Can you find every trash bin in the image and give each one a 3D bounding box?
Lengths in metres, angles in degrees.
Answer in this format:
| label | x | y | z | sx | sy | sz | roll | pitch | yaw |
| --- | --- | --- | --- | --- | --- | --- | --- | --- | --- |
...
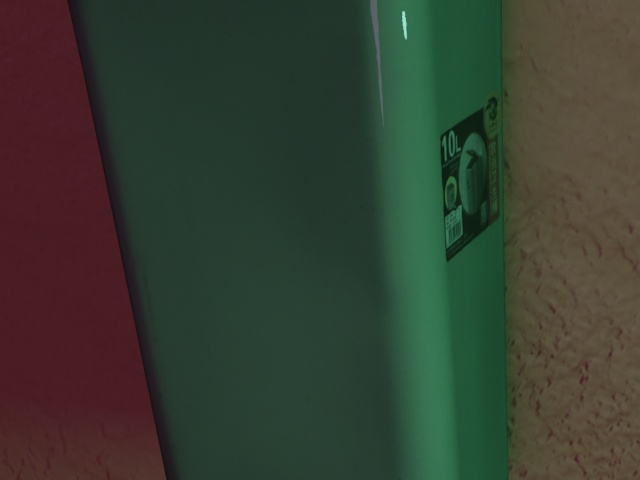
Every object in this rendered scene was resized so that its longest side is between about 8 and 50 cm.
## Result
| label | x | y | z | sx | sy | sz | roll | pitch | yaw |
| --- | --- | --- | --- | --- | --- | --- | --- | --- | --- |
| trash bin | 0.000 | 0.000 | 0.844 | 0.223 | 0.158 | 0.344 | 2 | 110 | 27 |
